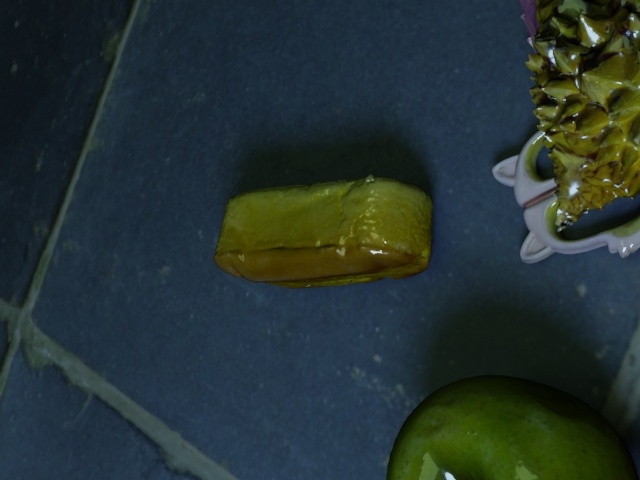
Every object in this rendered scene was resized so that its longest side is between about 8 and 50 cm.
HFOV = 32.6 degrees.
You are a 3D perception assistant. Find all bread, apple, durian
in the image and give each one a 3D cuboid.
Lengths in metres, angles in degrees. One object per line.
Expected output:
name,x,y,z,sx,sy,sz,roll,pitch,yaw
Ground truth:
bread,0.000,0.000,1.068,0.246,0.102,0.094,-5,71,38
apple,0.151,0.199,0.848,0.196,0.157,0.196,-5,82,46
durian,0.233,-0.189,0.881,0.191,0.112,0.341,-26,51,33

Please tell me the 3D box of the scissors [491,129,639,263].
scissors,0.284,-0.087,0.891,0.318,0.024,0.160,-29,62,32
